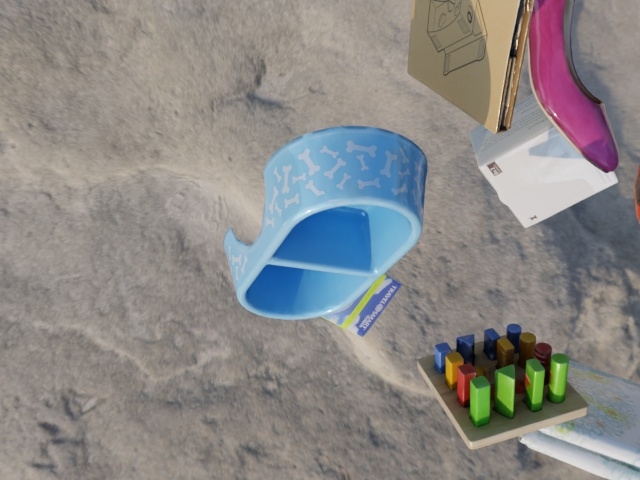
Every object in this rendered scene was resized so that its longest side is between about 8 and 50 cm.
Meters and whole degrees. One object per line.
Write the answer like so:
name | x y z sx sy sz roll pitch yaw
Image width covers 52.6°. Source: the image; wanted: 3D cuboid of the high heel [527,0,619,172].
high heel | 0.371 -0.284 0.919 0.181 0.127 0.377 -32 99 27

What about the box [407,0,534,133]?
box | 0.154 -0.231 0.705 0.021 0.201 0.164 -12 125 -17

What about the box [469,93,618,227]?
box | 0.391 -0.149 1.146 0.182 0.119 0.181 -30 126 26

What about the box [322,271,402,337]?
box | 0.042 0.075 0.979 0.178 0.042 0.109 31 98 -38

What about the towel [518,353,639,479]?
towel | 0.541 0.344 1.208 0.375 0.320 0.090 18 108 7

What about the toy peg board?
toy peg board | 0.228 0.162 0.829 0.161 0.160 0.079 -13 121 -11

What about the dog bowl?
dog bowl | 0.000 0.000 0.683 0.166 0.297 0.074 9 57 -22

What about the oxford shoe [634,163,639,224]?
oxford shoe | 0.261 0.022 0.342 0.099 0.271 0.096 8 131 -1
